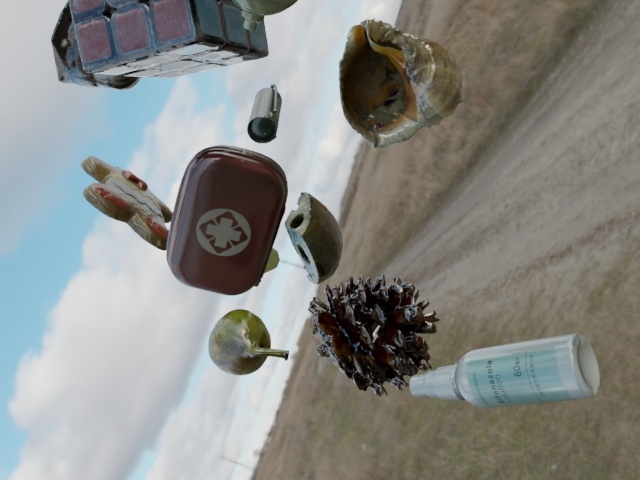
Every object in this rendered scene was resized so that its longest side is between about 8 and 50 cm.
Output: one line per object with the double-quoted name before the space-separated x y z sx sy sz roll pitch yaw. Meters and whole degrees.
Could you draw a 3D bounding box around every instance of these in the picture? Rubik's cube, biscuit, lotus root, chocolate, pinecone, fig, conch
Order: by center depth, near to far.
"Rubik's cube" -0.322 -0.525 1.247 0.301 0.304 0.305 -29 -67 -64
"fig" -0.171 0.236 1.285 0.142 0.148 0.186 -52 13 0
"pinecone" 0.130 0.206 1.358 0.242 0.296 0.298 97 155 -51
"conch" 0.170 -0.389 1.438 0.297 0.352 0.210 -49 24 6
"chocolate" -0.550 -0.515 1.555 0.283 0.186 0.283 25 -90 -87
"lotus root" 0.002 0.004 1.894 0.210 0.142 0.314 -52 -42 -15
"biscuit" -0.647 -0.146 1.992 0.076 0.368 0.394 -48 25 8

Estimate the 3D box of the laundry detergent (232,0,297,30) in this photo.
"laundry detergent" -0.088 -0.486 0.996 0.181 0.091 0.253 -8 -51 -38

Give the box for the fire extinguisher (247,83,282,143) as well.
"fire extinguisher" -0.166 -0.414 1.839 0.294 0.093 0.118 -88 20 -52

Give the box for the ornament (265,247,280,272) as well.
"ornament" -0.253 0.044 2.161 0.059 0.180 0.201 51 162 56

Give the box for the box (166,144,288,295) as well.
"box" -0.236 -0.041 1.461 0.108 0.263 0.403 -97 23 -60

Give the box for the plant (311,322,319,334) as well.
"plant" -0.004 0.295 2.127 0.102 0.051 0.051 -56 -6 -15

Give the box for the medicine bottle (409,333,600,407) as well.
"medicine bottle" 0.321 0.254 1.090 0.352 0.110 0.110 -21 38 40
